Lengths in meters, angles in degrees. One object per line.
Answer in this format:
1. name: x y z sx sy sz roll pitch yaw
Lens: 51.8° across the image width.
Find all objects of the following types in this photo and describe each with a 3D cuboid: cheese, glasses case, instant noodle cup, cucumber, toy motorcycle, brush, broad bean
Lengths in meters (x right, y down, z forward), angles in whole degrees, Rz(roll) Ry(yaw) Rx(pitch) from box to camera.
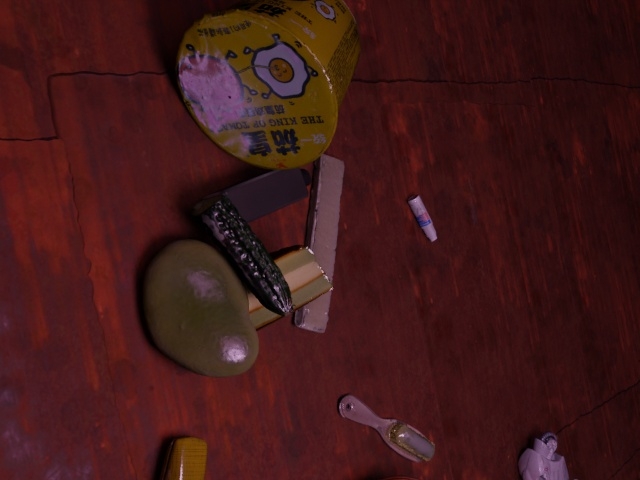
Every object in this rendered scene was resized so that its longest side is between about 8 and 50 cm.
1. cheese: 0.003 0.000 1.446 0.085 0.034 0.401 21 70 -38
2. glasses case: -0.244 0.456 1.126 0.079 0.064 0.234 19 70 -40
3. instant noodle cup: -0.076 -0.337 1.263 0.326 0.325 0.254 51 45 -23
4. cucumber: -0.134 0.025 1.186 0.077 0.077 0.265 -37 90 -39
5. toy motorcycle: 0.626 0.676 1.856 0.170 0.110 0.260 -20 104 -26
6. brush: 0.161 0.427 1.499 0.313 0.067 0.072 38 61 -29
7. broad bean: -0.217 0.127 1.179 0.189 0.121 0.263 -22 83 -22

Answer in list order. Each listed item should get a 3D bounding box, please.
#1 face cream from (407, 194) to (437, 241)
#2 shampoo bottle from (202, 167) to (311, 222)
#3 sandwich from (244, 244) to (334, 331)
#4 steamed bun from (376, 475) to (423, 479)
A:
1. face cream: 0.265 -0.055 1.691 0.034 0.034 0.130 -43 112 -38
2. shampoo bottle: -0.115 -0.093 1.324 0.246 0.080 0.079 -27 102 -42
3. sandwich: -0.096 0.101 1.244 0.117 0.187 0.144 58 45 -17
4. steamed bun: 0.162 0.584 1.320 0.283 0.283 0.177 -21 113 -42
